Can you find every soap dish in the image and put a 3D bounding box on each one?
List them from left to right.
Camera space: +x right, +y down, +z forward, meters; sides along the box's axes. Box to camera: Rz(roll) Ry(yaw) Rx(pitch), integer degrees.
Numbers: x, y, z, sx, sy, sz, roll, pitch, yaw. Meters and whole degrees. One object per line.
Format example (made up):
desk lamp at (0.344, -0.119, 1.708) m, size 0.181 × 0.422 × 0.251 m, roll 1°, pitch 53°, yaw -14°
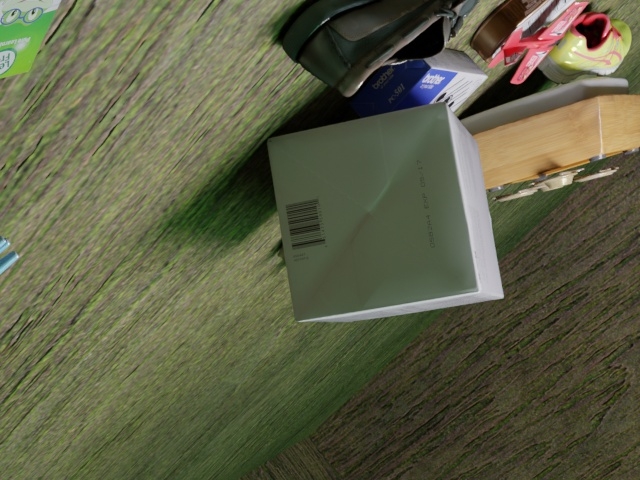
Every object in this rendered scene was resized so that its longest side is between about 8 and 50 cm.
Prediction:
soap dish at (0.353, -0.160, 1.759) m, size 0.228 × 0.118 × 0.291 m, roll -17°, pitch 178°, yaw 29°

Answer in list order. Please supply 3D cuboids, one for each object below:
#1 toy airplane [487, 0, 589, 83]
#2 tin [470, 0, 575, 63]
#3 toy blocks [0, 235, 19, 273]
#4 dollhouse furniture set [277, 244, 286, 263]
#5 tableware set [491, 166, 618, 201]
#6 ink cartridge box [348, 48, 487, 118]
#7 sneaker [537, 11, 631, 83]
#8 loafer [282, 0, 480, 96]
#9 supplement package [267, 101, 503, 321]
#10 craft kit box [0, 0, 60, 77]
toy airplane at (0.257, -0.238, 1.420) m, size 0.151 × 0.028 × 0.151 m, roll -37°, pitch 166°, yaw -10°
tin at (0.266, -0.287, 1.422) m, size 0.189 × 0.040 × 0.106 m, roll -41°, pitch 172°, yaw 7°
toy blocks at (-0.303, 0.058, 0.961) m, size 0.148 × 0.054 × 0.123 m, roll -38°, pitch 167°, yaw -6°
dollhouse furniture set at (0.000, 0.000, 1.575) m, size 0.058 × 0.076 × 0.152 m, roll -31°, pitch 164°, yaw -30°
tableware set at (0.343, -0.086, 1.714) m, size 0.141 × 0.020 × 0.168 m, roll -12°, pitch 178°, yaw -41°
ink cartridge box at (0.118, -0.176, 1.360) m, size 0.097 × 0.046 × 0.207 m, roll -45°, pitch 166°, yaw 21°
sneaker at (0.398, -0.290, 1.686) m, size 0.208 × 0.081 × 0.094 m, roll -28°, pitch 159°, yaw -43°
loafer at (0.075, -0.190, 1.096) m, size 0.267 × 0.084 × 0.096 m, roll -26°, pitch 162°, yaw -45°
supplement package at (0.082, -0.018, 1.309) m, size 0.198 × 0.199 × 0.262 m, roll -10°, pitch 173°, yaw 13°
craft kit box at (-0.200, -0.151, 0.524) m, size 0.250 × 0.061 × 0.247 m, roll -25°, pitch 159°, yaw -48°
